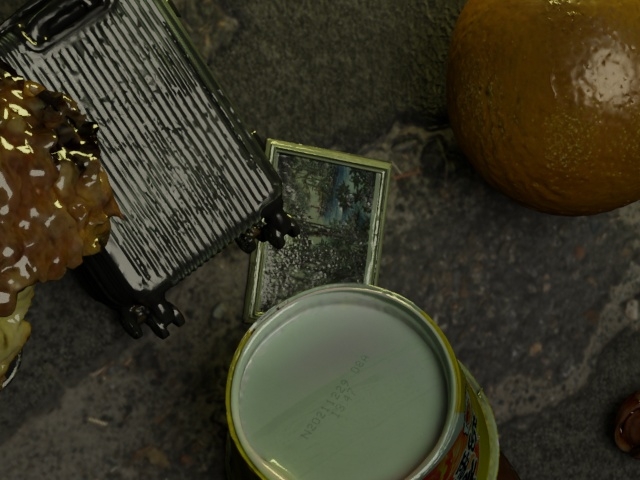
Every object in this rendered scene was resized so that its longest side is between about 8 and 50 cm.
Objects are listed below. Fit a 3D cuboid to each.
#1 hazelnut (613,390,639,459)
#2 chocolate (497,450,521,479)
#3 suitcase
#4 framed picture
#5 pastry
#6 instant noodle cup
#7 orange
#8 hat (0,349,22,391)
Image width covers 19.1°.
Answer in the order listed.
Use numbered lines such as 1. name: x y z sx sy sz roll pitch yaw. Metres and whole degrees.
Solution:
1. hazelnut: 0.349 0.194 1.992 0.086 0.086 0.086 1 87 -26
2. chocolate: 0.123 0.267 1.841 0.177 0.177 0.176 1 87 -26
3. suitcase: -0.177 -0.083 1.711 0.202 0.128 0.312 -38 104 -22
4. framed picture: 0.000 0.000 1.861 0.142 0.011 0.183 10 84 -25
5. pastry: -0.373 0.006 1.516 0.337 0.292 0.405 35 93 2
6. instant noodle cup: 0.029 0.162 1.702 0.264 0.200 0.264 -2 67 6
7. orange: 0.254 -0.157 1.855 0.274 0.274 0.274 1 87 -26
8. hat: -0.325 0.098 1.674 0.121 0.050 0.121 1 86 -16
